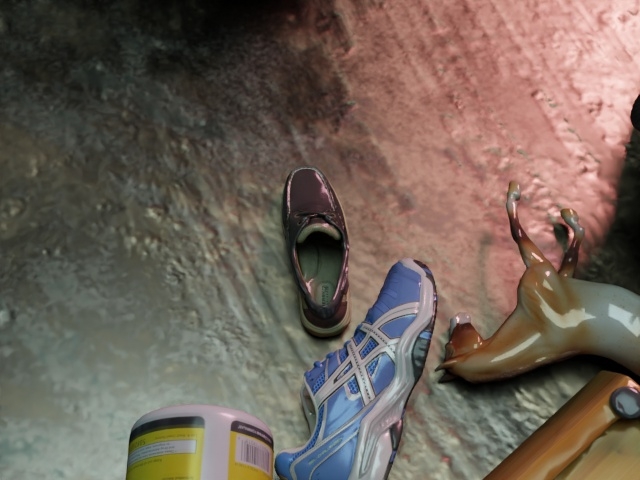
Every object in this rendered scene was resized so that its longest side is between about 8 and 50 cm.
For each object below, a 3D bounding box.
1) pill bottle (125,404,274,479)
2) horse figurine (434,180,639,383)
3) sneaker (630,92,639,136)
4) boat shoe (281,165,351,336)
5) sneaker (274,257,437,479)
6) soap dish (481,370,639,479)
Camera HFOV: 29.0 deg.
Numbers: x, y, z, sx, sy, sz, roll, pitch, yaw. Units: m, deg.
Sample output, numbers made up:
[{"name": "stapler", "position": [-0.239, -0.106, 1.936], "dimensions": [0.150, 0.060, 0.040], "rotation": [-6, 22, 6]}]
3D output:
[{"name": "pill bottle", "position": [-0.085, 0.212, 0.835], "dimensions": [0.103, 0.103, 0.184], "rotation": [2, 61, -2]}, {"name": "horse figurine", "position": [0.233, 0.047, 0.969], "dimensions": [0.263, 0.066, 0.175], "rotation": [11, 55, 5]}, {"name": "sneaker", "position": [0.411, -0.090, 1.032], "dimensions": [0.447, 0.169, 0.258], "rotation": [-44, 110, -45]}, {"name": "boat shoe", "position": [0.000, 0.000, 0.989], "dimensions": [0.056, 0.049, 0.152], "rotation": [-8, 61, -7]}, {"name": "sneaker", "position": [0.031, 0.099, 0.919], "dimensions": [0.081, 0.080, 0.211], "rotation": [19, 60, 4]}, {"name": "soap dish", "position": [0.181, 0.245, 0.822], "dimensions": [0.291, 0.118, 0.229], "rotation": [-38, 70, -19]}]
